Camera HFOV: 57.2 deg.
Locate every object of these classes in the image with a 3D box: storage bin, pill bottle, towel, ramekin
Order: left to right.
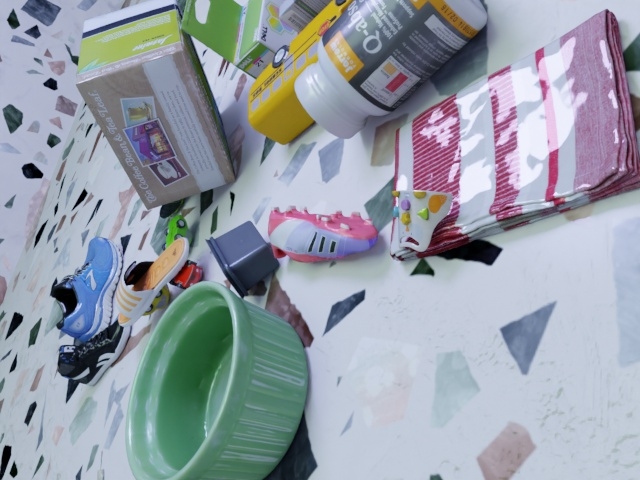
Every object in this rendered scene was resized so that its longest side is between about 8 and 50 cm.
[{"bbox_3d":[-0.157,0.228,0.897,0.303,0.148,0.303,-31,46,39],"label":"ramekin"},{"bbox_3d":[-0.134,0.031,1.058,0.091,0.098,0.135,-33,36,-5],"label":"storage bin"},{"bbox_3d":[0.097,-0.293,0.891,0.278,0.162,0.162,-40,41,30],"label":"pill bottle"},{"bbox_3d":[0.216,-0.118,0.736,0.329,0.037,0.237,-23,50,44],"label":"towel"}]

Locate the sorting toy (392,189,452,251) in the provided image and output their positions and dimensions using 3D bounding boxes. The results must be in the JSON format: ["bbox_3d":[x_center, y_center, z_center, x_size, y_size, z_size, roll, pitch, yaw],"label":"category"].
[{"bbox_3d":[0.119,-0.025,0.744,0.083,0.045,0.075,7,91,57],"label":"sorting toy"}]

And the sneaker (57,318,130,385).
[{"bbox_3d":[-0.564,0.264,1.428,0.217,0.121,0.079,-52,37,16],"label":"sneaker"}]

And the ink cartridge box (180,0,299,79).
[{"bbox_3d":[-0.148,-0.458,1.235,0.097,0.255,0.189,-26,49,41],"label":"ink cartridge box"}]

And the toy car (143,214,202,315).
[{"bbox_3d":[-0.323,0.045,1.318,0.239,0.053,0.225,-30,46,38],"label":"toy car"}]

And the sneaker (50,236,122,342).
[{"bbox_3d":[-0.642,0.116,1.605,0.130,0.147,0.330,-38,41,32],"label":"sneaker"}]

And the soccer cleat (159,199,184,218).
[{"bbox_3d":[-0.362,-0.128,1.461,0.179,0.072,0.060,-46,38,24],"label":"soccer cleat"}]

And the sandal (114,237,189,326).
[{"bbox_3d":[-0.380,0.075,1.255,0.265,0.076,0.102,-46,38,23],"label":"sandal"}]

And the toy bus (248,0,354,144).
[{"bbox_3d":[0.005,-0.325,1.079,0.332,0.108,0.130,-33,45,37],"label":"toy bus"}]

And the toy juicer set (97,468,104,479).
[{"bbox_3d":[-0.266,0.511,0.923,0.329,0.089,0.209,4,84,45],"label":"toy juicer set"}]

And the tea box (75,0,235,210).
[{"bbox_3d":[-0.355,-0.308,1.298,0.220,0.329,0.323,-18,45,-1],"label":"tea box"}]

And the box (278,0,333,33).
[{"bbox_3d":[0.036,-0.438,1.080,0.186,0.145,0.038,-31,47,39],"label":"box"}]

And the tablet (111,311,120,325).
[{"bbox_3d":[-0.525,0.221,1.507,0.083,0.006,0.054,-55,35,11],"label":"tablet"}]

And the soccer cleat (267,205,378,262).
[{"bbox_3d":[0.000,0.000,0.919,0.248,0.083,0.095,13,109,50],"label":"soccer cleat"}]
